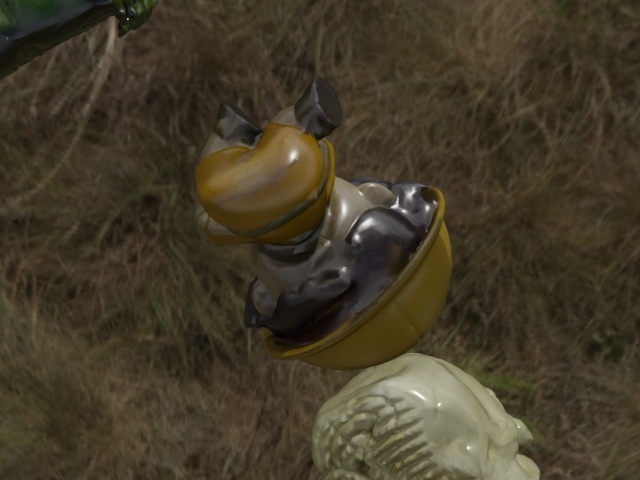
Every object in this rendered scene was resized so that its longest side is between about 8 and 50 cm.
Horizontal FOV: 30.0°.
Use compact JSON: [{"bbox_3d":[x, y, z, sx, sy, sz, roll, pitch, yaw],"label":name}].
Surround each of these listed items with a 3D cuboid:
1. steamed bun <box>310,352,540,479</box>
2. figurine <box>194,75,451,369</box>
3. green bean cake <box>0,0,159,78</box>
[{"bbox_3d":[0.134,0.270,1.413,0.289,0.276,0.203,54,40,-4],"label":"steamed bun"},{"bbox_3d":[0.001,0.004,0.945,0.192,0.257,0.167,-31,50,16],"label":"figurine"},{"bbox_3d":[-0.398,-0.311,1.509,0.319,0.335,0.218,-23,101,9],"label":"green bean cake"}]
